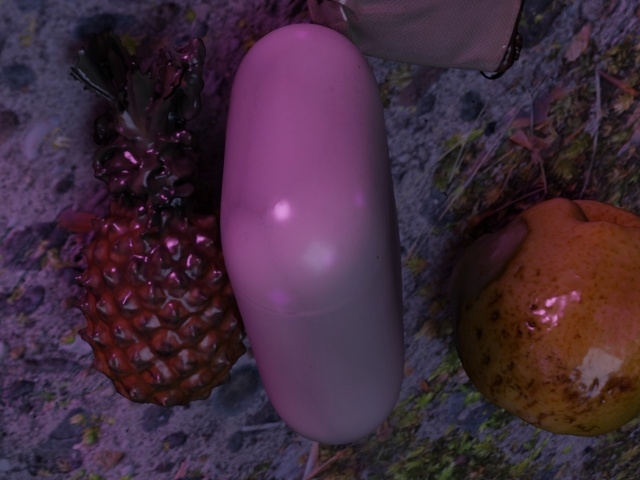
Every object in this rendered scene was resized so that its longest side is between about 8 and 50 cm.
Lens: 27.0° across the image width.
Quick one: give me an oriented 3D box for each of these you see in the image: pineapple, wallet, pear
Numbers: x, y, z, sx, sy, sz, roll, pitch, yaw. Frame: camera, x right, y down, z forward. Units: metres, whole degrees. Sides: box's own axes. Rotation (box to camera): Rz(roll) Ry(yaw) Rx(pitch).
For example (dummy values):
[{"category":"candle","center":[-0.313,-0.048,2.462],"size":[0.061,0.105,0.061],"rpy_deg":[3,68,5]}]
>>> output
[{"category":"pineapple","center":[-0.141,-0.020,1.209],"size":[0.175,0.175,0.361],"rpy_deg":[-10,126,-25]},{"category":"wallet","center":[0.114,-0.303,1.213],"size":[0.275,0.068,0.335],"rpy_deg":[-4,120,-34]},{"category":"pear","center":[0.281,0.084,1.487],"size":[0.271,0.271,0.271],"rpy_deg":[-17,131,-20]}]

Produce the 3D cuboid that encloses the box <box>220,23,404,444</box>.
[{"category":"box","center":[-0.001,0.000,1.214],"size":[0.141,0.288,0.349],"rpy_deg":[-3,141,7]}]
